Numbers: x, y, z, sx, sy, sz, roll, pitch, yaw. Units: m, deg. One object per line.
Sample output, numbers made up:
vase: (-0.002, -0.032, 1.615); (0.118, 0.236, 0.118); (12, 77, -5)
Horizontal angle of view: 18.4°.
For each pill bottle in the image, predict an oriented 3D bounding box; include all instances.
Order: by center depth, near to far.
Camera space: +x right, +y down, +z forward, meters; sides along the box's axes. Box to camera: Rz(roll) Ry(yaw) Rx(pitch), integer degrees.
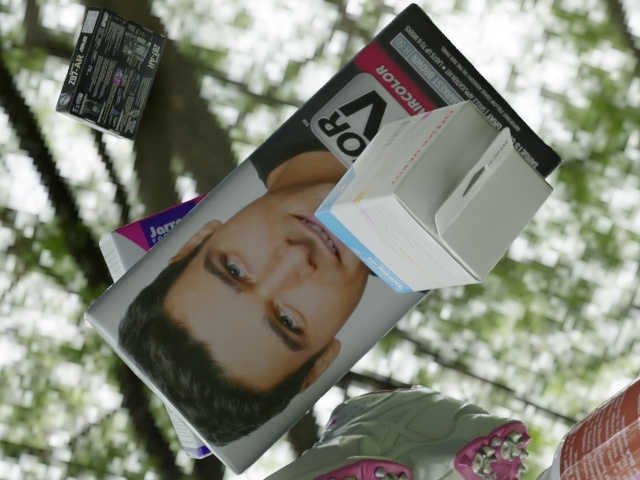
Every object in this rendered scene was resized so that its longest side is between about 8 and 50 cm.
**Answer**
pill bottle: (0.232, 0.154, 1.338); (0.121, 0.216, 0.121); (13, -122, -22)

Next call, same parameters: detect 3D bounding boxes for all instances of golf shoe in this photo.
golf shoe: (0.035, 0.193, 1.647); (0.306, 0.115, 0.140); (-7, -149, -45)

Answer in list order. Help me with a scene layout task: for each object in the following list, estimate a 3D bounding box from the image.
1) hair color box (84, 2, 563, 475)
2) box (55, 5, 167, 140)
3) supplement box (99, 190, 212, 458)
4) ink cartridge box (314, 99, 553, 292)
hair color box: (0.000, 0.000, 1.651); (0.185, 0.374, 0.113); (46, 173, -2)
box: (-0.154, -0.123, 1.464); (0.018, 0.083, 0.067); (12, 173, 45)
supplement box: (-0.108, 0.077, 1.809); (0.111, 0.220, 0.114); (-23, 179, -12)
ink cartridge box: (0.080, -0.028, 1.354); (0.090, 0.092, 0.143); (44, 161, -15)
